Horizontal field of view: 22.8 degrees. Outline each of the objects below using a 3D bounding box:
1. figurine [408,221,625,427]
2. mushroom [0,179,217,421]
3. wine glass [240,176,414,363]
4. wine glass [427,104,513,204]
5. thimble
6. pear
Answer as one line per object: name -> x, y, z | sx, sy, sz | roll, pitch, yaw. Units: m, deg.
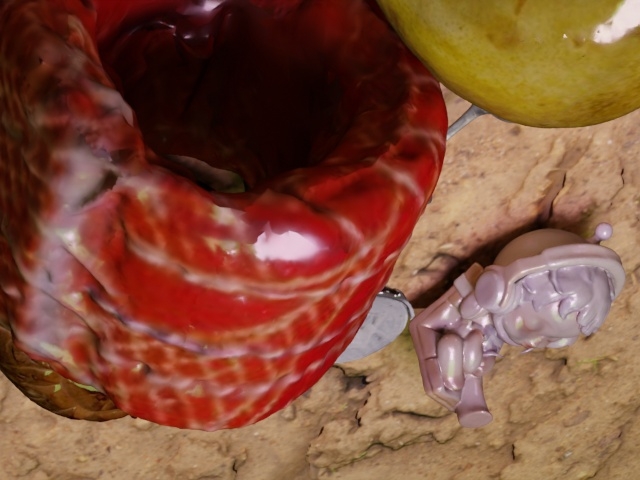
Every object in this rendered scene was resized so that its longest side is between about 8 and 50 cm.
figurine -> 0.205, 0.074, 1.587 | 0.236, 0.141, 0.162 | -32, 147, 12
mushroom -> -0.170, 0.045, 1.364 | 0.253, 0.153, 0.253 | -17, 135, -17
wine glass -> 0.000, 0.000, 1.342 | 0.111, 0.204, 0.111 | -15, 144, -11
wine glass -> 0.141, -0.118, 1.374 | 0.195, 0.079, 0.079 | -40, 140, 23
thimble -> -0.088, -0.062, 1.121 | 0.350, 0.350, 0.231 | 0, 138, -27
pear -> 0.172, -0.236, 1.075 | 0.303, 0.304, 0.304 | -14, 142, -11
